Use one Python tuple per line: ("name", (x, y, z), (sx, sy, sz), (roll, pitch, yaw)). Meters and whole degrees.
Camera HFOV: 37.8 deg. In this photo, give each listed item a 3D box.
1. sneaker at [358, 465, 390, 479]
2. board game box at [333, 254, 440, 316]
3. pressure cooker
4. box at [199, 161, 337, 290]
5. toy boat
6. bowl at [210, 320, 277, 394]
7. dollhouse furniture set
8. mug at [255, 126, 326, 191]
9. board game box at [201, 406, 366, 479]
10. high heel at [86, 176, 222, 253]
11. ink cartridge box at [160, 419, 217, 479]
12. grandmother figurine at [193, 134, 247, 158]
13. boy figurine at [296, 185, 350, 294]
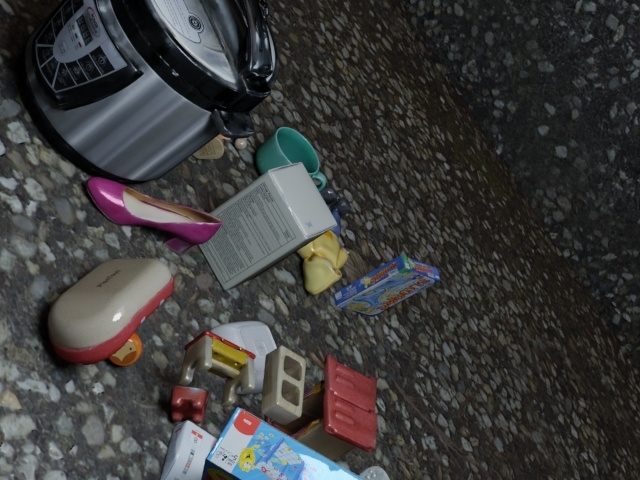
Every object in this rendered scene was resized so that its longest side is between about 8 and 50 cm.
("sneaker", (0.124, 0.552, 1.790), (0.095, 0.090, 0.235), (35, 40, -54))
("board game box", (0.148, 0.104, 2.092), (0.136, 0.201, 0.035), (19, 48, -45))
("pressure cooker", (-0.282, -0.347, 1.676), (0.370, 0.420, 0.375), (42, 35, -27))
("box", (-0.112, -0.027, 1.811), (0.148, 0.232, 0.127), (61, 32, 4))
("toy boat", (-0.326, 0.132, 1.489), (0.231, 0.151, 0.151), (-50, 134, -58))
("bowl", (-0.128, 0.212, 1.751), (0.142, 0.053, 0.142), (3, 61, -56))
("dollhouse furniture set", (-0.098, 0.270, 1.614), (0.374, 0.201, 0.152), (32, 40, -27))
("mug", (-0.075, -0.165, 2.110), (0.129, 0.097, 0.157), (-14, 70, -56))
("board game box", (-0.025, 0.397, 1.347), (0.302, 0.308, 0.086), (28, 60, 7))
("high heel", (-0.299, -0.062, 1.689), (0.244, 0.117, 0.082), (39, 36, -29))
("ink cartridge box", (-0.190, 0.399, 1.505), (0.145, 0.045, 0.179), (40, 33, -26))
("grandmother figurine", (-0.200, -0.298, 2.052), (0.342, 0.104, 0.207), (-67, 151, -53))
("boy figurine", (0.000, 0.000, 2.087), (0.177, 0.092, 0.285), (44, 30, -26))
